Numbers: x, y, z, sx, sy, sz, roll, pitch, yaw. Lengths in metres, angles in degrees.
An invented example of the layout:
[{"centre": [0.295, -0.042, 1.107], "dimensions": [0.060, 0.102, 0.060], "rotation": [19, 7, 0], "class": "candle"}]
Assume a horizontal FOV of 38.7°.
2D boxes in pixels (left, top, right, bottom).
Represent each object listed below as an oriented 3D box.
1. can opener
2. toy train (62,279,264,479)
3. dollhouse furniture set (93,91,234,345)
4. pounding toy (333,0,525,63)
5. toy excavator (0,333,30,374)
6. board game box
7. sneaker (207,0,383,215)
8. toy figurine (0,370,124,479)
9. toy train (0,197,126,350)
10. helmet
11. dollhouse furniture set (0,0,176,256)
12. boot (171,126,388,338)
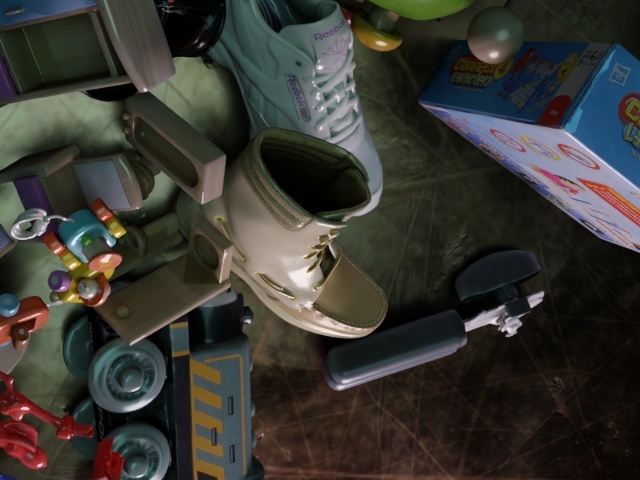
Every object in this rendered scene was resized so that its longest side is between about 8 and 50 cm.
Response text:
[{"centre": [0.131, 0.096, 1.054], "dimensions": [0.280, 0.074, 0.093], "rotation": [-21, 73, -14], "class": "can opener"}, {"centre": [-0.155, 0.198, 0.948], "dimensions": [0.190, 0.142, 0.334], "rotation": [-7, 103, -29], "class": "toy train"}, {"centre": [-0.168, -0.023, 0.841], "dimensions": [0.123, 0.144, 0.151], "rotation": [-31, 149, -36], "class": "dollhouse furniture set"}, {"centre": [0.078, -0.234, 0.903], "dimensions": [0.236, 0.183, 0.110], "rotation": [29, 115, -3], "class": "pounding toy"}, {"centre": [-0.432, -0.102, 0.740], "dimensions": [0.445, 0.222, 0.433], "rotation": [13, 80, -40], "class": "toy excavator"}, {"centre": [0.291, -0.082, 0.931], "dimensions": [0.308, 0.302, 0.086], "rotation": [33, 91, -22], "class": "board game box"}, {"centre": [-0.017, -0.148, 0.892], "dimensions": [0.114, 0.152, 0.305], "rotation": [-45, 114, -27], "class": "sneaker"}, {"centre": [-0.353, 0.288, 0.760], "dimensions": [0.362, 0.217, 0.191], "rotation": [-21, 130, 18], "class": "toy figurine"}, {"centre": [-0.223, 0.037, 0.770], "dimensions": [0.125, 0.046, 0.166], "rotation": [-18, 151, -42], "class": "toy train"}, {"centre": [-0.185, -0.217, 0.823], "dimensions": [0.161, 0.169, 0.169], "rotation": [-13, 113, 32], "class": "helmet"}, {"centre": [-0.266, -0.077, 0.653], "dimensions": [0.198, 0.303, 0.287], "rotation": [-4, 116, 28], "class": "dollhouse furniture set"}, {"centre": [0.000, 0.000, 0.902], "dimensions": [0.262, 0.203, 0.095], "rotation": [37, 59, -17], "class": "boot"}]
